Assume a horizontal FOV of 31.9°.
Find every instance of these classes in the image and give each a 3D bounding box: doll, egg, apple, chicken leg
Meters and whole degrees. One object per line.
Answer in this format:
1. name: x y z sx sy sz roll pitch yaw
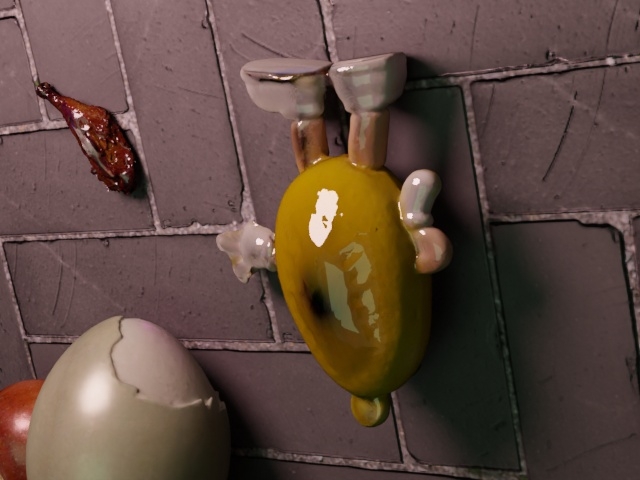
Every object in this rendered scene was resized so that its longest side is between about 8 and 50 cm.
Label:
1. doll: 0.013 -0.029 1.341 0.348 0.161 0.423 35 122 33
2. egg: -0.262 0.274 1.545 0.278 0.278 0.336 8 97 30
3. apple: -0.420 0.306 1.722 0.201 0.162 0.201 49 153 36
4. chicken leg: -0.324 -0.149 1.570 0.093 0.053 0.205 -34 84 50

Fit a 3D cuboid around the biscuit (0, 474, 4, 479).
1. biscuit: -0.455 0.413 1.837 0.168 0.082 0.070 37 136 11
